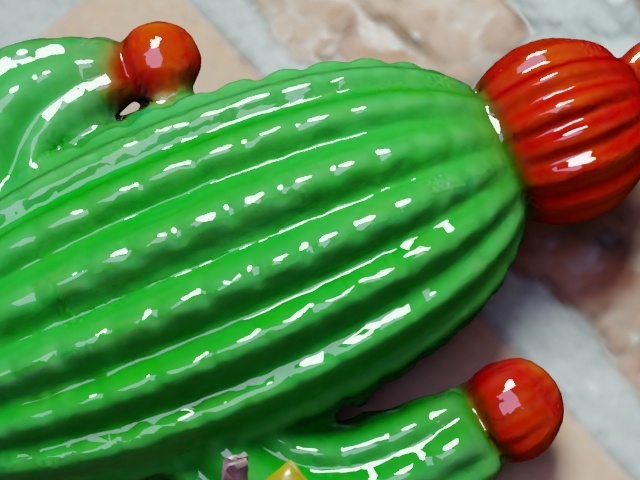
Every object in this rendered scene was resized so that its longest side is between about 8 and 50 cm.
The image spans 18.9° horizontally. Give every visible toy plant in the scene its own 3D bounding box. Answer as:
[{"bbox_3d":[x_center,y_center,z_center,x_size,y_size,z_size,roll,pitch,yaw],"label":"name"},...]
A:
[{"bbox_3d":[-0.006,0.013,0.553,0.240,0.088,0.154,2,83,-1],"label":"toy plant"}]

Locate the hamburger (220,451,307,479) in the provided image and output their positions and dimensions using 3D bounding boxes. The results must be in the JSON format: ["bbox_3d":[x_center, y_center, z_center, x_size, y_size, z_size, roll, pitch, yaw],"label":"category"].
[{"bbox_3d":[-0.015,0.156,0.495,0.164,0.093,0.189,-27,75,6],"label":"hamburger"}]
